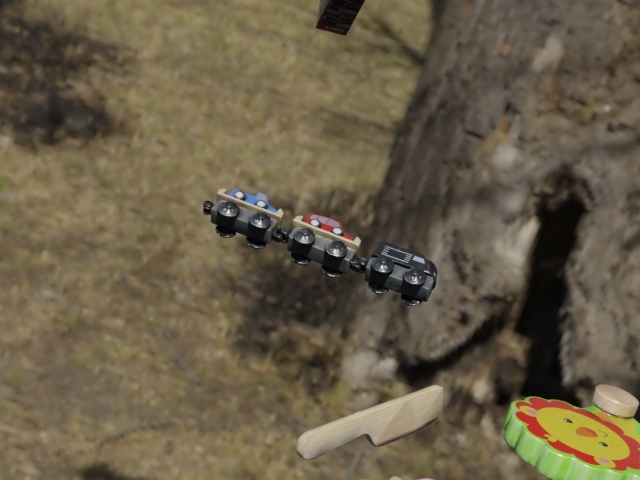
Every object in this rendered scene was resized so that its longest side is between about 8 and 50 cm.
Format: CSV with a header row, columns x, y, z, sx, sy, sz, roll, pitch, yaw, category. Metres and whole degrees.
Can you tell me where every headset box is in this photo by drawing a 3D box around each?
x,y,z,sx,sy,sz,roll,pitch,yaw,category
0.021,-0.233,1.363,0.032,0.062,0.083,13,-23,-11,headset box

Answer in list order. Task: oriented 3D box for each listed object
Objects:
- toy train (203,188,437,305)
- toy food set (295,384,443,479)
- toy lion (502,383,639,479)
x,y,z,sx,sy,sz,roll,pitch,yaw,category
0.000,0.000,0.942,0.158,0.027,0.036,20,44,12,toy train
0.019,0.106,0.419,0.078,0.122,0.019,-14,23,-42,toy food set
0.141,0.104,0.714,0.100,0.034,0.096,30,20,33,toy lion
